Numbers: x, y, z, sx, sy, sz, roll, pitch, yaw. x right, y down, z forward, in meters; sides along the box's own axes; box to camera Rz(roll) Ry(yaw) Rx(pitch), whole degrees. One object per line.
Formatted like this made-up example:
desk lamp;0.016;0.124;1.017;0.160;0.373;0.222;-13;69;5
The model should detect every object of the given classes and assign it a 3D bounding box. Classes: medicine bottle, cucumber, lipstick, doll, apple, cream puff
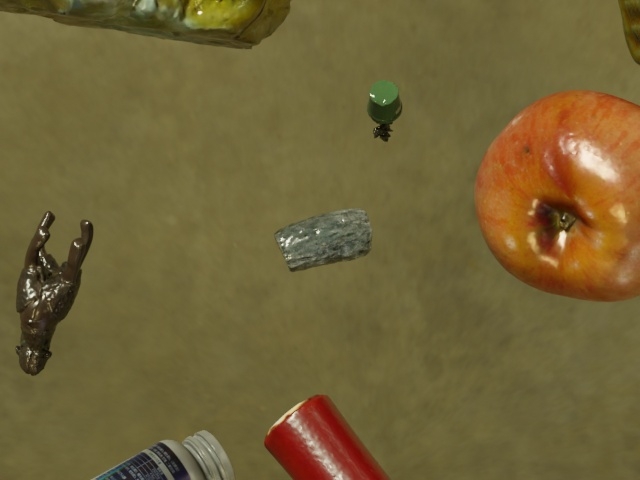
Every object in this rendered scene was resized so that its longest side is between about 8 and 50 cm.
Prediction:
medicine bottle;-0.200;0.303;1.704;0.191;0.107;0.107;-27;80;-25
cucumber;0.002;0.000;1.693;0.112;0.064;0.064;-14;80;-14
lipstick;0.046;0.253;1.329;0.080;0.080;0.241;-39;74;-5
doll;-0.263;0.056;1.390;0.057;0.139;0.165;14;101;-8
apple;0.248;-0.037;1.341;0.209;0.164;0.209;8;112;22
cream puff;-0.181;-0.346;1.464;0.378;0.378;0.275;8;92;3

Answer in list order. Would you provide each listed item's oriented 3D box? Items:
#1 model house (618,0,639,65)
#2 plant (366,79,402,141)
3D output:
model house;0.421;-0.305;1.645;0.173;0.268;0.239;20;94;-14
plant;0.089;-0.177;1.998;0.051;0.102;0.051;-1;61;2
